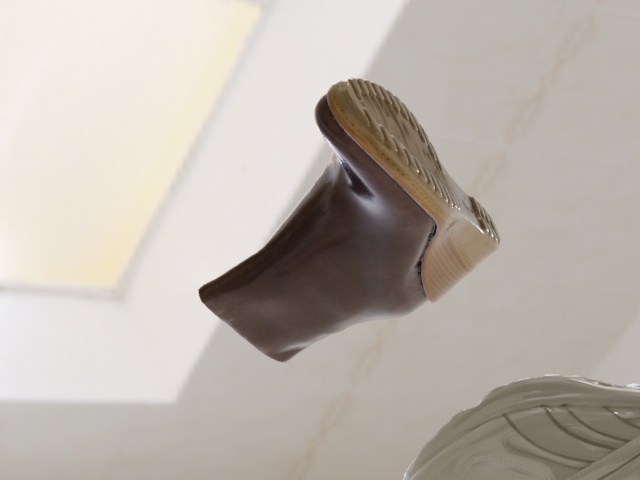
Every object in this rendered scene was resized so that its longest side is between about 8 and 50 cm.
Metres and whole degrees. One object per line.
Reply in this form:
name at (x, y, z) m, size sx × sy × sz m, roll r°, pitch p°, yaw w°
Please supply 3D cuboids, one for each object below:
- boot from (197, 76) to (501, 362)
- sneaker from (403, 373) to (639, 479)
boot at (0.000, 0.000, 1.147) m, size 0.207 × 0.248 × 0.090 m, roll -28°, pitch -126°, yaw 14°
sneaker at (0.141, 0.118, 0.717) m, size 0.232 × 0.090 × 0.115 m, roll -20°, pitch -140°, yaw 14°
